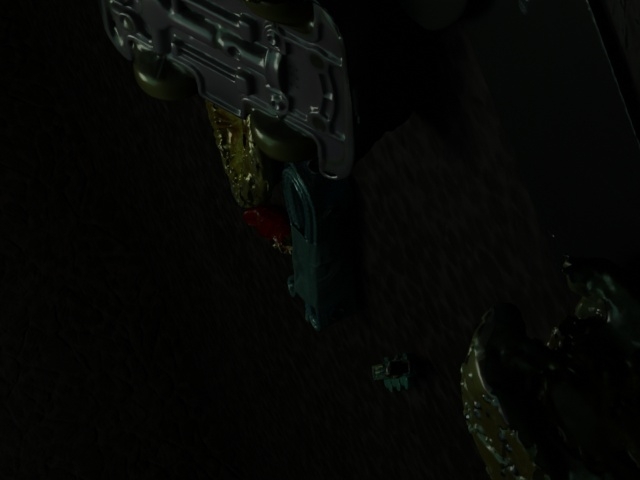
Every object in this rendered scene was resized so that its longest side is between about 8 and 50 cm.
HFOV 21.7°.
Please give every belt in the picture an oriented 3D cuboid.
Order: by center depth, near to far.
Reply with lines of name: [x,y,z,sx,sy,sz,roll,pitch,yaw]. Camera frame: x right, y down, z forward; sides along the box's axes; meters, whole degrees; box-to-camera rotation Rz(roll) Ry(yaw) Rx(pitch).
belt: [0.000,0.000,2.082,0.087,0.072,0.302,51,158,33]

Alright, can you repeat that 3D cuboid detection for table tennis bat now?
table tennis bat: [0.096,-0.252,1.373,0.138,0.022,0.246,64,161,0]

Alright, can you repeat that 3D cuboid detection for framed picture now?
framed picture: [0.197,-0.098,1.352,0.323,0.013,0.244,69,165,-11]

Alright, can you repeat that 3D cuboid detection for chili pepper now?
chili pepper: [-0.058,-0.016,2.311,0.268,0.059,0.050,37,111,66]

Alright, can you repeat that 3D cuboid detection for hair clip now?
hair clip: [0.093,0.165,2.073,0.049,0.049,0.173,65,171,3]

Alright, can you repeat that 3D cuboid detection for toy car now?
toy car: [-0.050,-0.250,1.658,0.336,0.226,0.242,27,147,25]

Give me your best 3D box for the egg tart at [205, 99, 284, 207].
egg tart: [-0.081,-0.149,2.086,0.252,0.098,0.231,96,155,-57]

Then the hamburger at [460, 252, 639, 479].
hamburger: [0.228,0.170,1.350,0.288,0.168,0.192,57,164,13]
